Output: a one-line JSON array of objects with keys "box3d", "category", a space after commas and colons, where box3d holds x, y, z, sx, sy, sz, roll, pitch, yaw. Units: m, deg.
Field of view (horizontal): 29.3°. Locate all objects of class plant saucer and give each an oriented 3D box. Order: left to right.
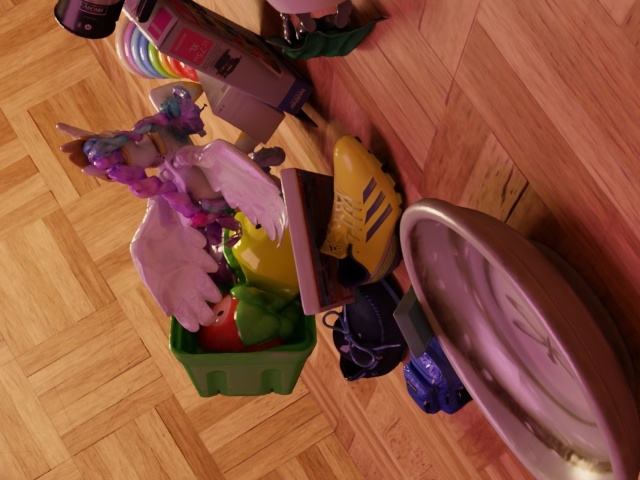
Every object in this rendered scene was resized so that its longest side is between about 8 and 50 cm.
[{"box3d": [0.139, 0.072, 1.538, 0.067, 0.018, 0.192, 63, -150, -16], "category": "plant saucer"}, {"box3d": [0.234, 0.111, 1.317, 0.400, 0.100, 0.400, 55, 168, 18], "category": "plant saucer"}]

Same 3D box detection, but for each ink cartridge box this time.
[{"box3d": [-0.136, -0.275, 1.758, 0.311, 0.065, 0.186, 24, -163, -43], "category": "ink cartridge box"}]

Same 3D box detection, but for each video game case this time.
[{"box3d": [0.000, 0.000, 1.798, 0.285, 0.025, 0.204, -1, -99, -79], "category": "video game case"}]

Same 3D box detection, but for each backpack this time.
[{"box3d": [0.175, 0.190, 1.776, 0.098, 0.101, 0.120, 43, 158, 33], "category": "backpack"}]

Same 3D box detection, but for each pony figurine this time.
[{"box3d": [-0.192, -0.089, 1.850, 0.351, 0.303, 0.363, 45, -150, 4], "category": "pony figurine"}]

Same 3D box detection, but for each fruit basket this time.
[{"box3d": [-0.115, 0.045, 2.102, 0.392, 0.283, 0.392, 179, 90, -87], "category": "fruit basket"}]

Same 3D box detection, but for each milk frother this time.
[{"box3d": [-0.281, -0.360, 1.603, 0.143, 0.129, 0.135, 63, 141, 32], "category": "milk frother"}]

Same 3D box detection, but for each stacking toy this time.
[{"box3d": [-0.260, -0.351, 2.222, 0.330, 0.141, 0.141, 24, 144, 60], "category": "stacking toy"}]

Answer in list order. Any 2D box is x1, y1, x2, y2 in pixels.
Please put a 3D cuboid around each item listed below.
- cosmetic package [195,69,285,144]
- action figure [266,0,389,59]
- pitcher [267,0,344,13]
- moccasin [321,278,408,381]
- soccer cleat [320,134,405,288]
[{"box3d": [-0.128, -0.231, 1.877, 0.099, 0.060, 0.239, 28, -164, -23], "category": "cosmetic package"}, {"box3d": [-0.002, -0.245, 1.442, 0.232, 0.137, 0.063, -165, 69, -86], "category": "action figure"}, {"box3d": [-0.010, -0.335, 1.221, 0.177, 0.125, 0.207, 22, 132, 47], "category": "pitcher"}, {"box3d": [0.081, 0.166, 2.062, 0.138, 0.117, 0.342, 53, 167, 28], "category": "moccasin"}, {"box3d": [0.050, -0.029, 1.691, 0.093, 0.121, 0.289, 51, 166, 34], "category": "soccer cleat"}]
